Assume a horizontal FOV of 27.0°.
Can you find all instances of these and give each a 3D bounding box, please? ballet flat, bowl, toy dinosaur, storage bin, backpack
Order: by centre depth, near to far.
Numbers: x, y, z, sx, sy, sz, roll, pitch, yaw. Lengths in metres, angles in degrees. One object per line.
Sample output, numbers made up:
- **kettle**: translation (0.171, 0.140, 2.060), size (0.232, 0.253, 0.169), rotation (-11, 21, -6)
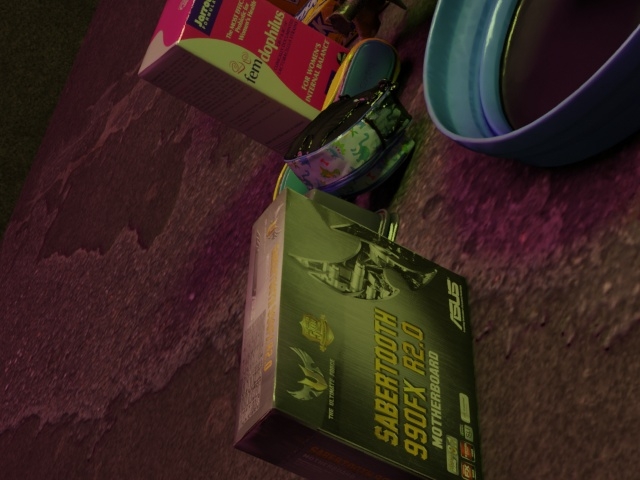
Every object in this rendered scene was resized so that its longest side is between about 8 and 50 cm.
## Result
- **bowl**: translation (0.229, -0.235, 1.079), size (0.391, 0.077, 0.391), rotation (-48, 26, 33)
- **storage bin**: translation (0.000, 0.000, 1.302), size (0.135, 0.091, 0.098), rotation (-29, 39, 53)
- **backpack**: translation (0.030, -0.090, 1.319), size (0.114, 0.084, 0.105), rotation (-44, 16, -31)
- **toy dinosaur**: translation (0.065, -0.307, 1.342), size (0.160, 0.121, 0.313), rotation (-51, 2, -36)
- **ballet flat**: translation (0.020, -0.108, 1.423), size (0.231, 0.077, 0.077), rotation (-63, 1, -8)

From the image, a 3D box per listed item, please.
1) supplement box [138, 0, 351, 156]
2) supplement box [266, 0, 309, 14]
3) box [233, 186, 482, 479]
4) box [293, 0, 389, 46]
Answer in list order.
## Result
- **supplement box**: translation (-0.078, -0.198, 1.523), size (0.114, 0.220, 0.111), rotation (-24, 44, 58)
- **supplement box**: translation (-0.047, -0.488, 1.680), size (0.356, 0.194, 0.195), rotation (122, 162, -53)
- **box**: translation (0.031, 0.086, 1.015), size (0.056, 0.183, 0.231), rotation (-46, 27, 35)
- **box**: translation (0.014, -0.270, 1.616), size (0.169, 0.059, 0.054), rotation (-41, 29, 42)
